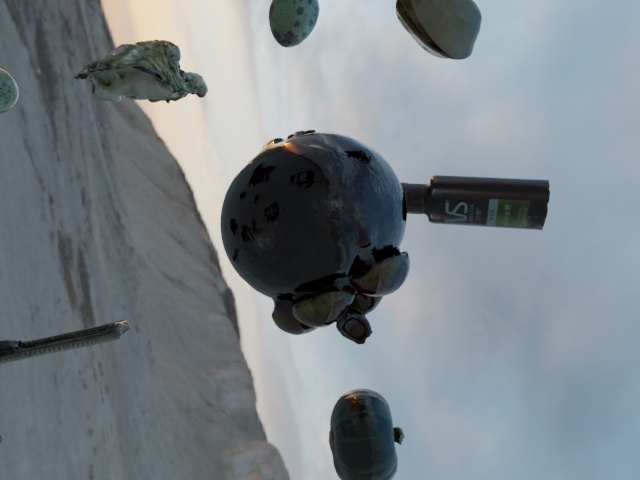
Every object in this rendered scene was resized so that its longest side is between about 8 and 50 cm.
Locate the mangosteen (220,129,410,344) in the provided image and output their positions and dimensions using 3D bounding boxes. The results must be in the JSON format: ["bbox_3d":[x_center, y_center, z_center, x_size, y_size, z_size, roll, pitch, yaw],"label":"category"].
[{"bbox_3d":[0.000,0.000,0.928,0.307,0.306,0.347,139,-66,-69],"label":"mangosteen"}]

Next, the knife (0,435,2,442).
[{"bbox_3d":[-0.586,0.290,0.902,0.260,0.063,0.035,8,-52,33],"label":"knife"}]

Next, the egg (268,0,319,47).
[{"bbox_3d":[-0.079,-0.641,1.662,0.141,0.141,0.182,22,-87,69],"label":"egg"}]

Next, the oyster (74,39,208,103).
[{"bbox_3d":[-0.264,-0.254,0.890,0.163,0.191,0.081,-11,-108,41],"label":"oyster"}]

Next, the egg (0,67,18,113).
[{"bbox_3d":[-0.563,-0.251,0.969,0.085,0.110,0.085,10,-76,48],"label":"egg"}]

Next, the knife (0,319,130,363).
[{"bbox_3d":[-0.587,0.215,1.237,0.089,0.365,0.043,-104,-177,-57],"label":"knife"}]

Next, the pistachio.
[{"bbox_3d":[0.185,-0.348,0.922,0.113,0.149,0.113,-46,-146,45],"label":"pistachio"}]

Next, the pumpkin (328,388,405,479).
[{"bbox_3d":[0.075,0.339,0.992,0.167,0.125,0.167,-174,-90,-75],"label":"pumpkin"}]

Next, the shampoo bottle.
[{"bbox_3d":[0.338,-0.088,1.314,0.084,0.323,0.129,-74,164,-44],"label":"shampoo bottle"}]
